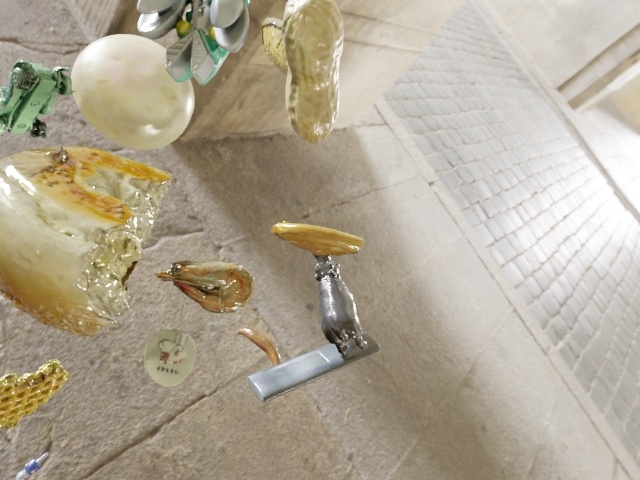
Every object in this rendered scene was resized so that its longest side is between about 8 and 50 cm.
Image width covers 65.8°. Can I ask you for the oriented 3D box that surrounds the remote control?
[{"bbox_3d":[-0.011,0.346,1.382,0.377,0.044,0.107,-16,31,-29],"label":"remote control"}]

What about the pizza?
[{"bbox_3d":[0.000,0.000,0.980,0.131,0.178,0.041,56,43,-68],"label":"pizza"}]

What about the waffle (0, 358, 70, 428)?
[{"bbox_3d":[-0.900,0.463,1.482,0.051,0.291,0.291,44,35,20],"label":"waffle"}]

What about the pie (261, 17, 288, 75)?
[{"bbox_3d":[-0.084,-0.452,1.167,0.068,0.128,0.282,-14,34,-17],"label":"pie"}]

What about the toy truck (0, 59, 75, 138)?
[{"bbox_3d":[-0.452,-0.226,0.763,0.080,0.154,0.078,-10,69,-53],"label":"toy truck"}]

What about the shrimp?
[{"bbox_3d":[-0.330,0.127,1.426,0.294,0.062,0.154,14,88,-22],"label":"shrimp"}]

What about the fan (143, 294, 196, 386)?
[{"bbox_3d":[-0.476,0.315,1.639,0.191,0.009,0.329,29,62,-39],"label":"fan"}]

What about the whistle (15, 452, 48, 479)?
[{"bbox_3d":[-0.652,0.514,1.115,0.029,0.033,0.083,47,47,-1],"label":"whistle"}]

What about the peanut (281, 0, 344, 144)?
[{"bbox_3d":[-0.015,-0.336,0.982,0.120,0.298,0.136,4,33,7],"label":"peanut"}]

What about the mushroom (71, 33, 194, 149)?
[{"bbox_3d":[-0.399,-0.307,1.053,0.246,0.202,0.246,13,68,-34],"label":"mushroom"}]

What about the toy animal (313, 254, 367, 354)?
[{"bbox_3d":[0.040,0.159,1.432,0.168,0.106,0.343,58,13,-52],"label":"toy animal"}]

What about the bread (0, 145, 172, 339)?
[{"bbox_3d":[-0.299,-0.014,0.582,0.192,0.171,0.314,22,19,-19],"label":"bread"}]

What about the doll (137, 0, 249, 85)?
[{"bbox_3d":[-0.221,-0.411,0.884,0.153,0.195,0.258,49,29,-63],"label":"doll"}]

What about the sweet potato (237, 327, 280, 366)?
[{"bbox_3d":[-0.228,0.413,1.964,0.078,0.058,0.255,-36,58,-27],"label":"sweet potato"}]
